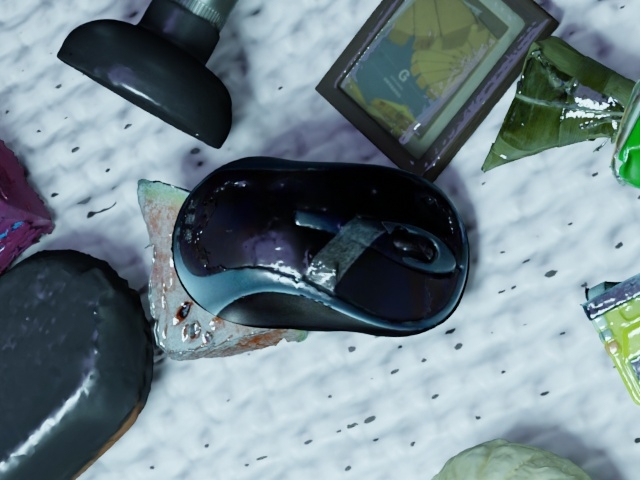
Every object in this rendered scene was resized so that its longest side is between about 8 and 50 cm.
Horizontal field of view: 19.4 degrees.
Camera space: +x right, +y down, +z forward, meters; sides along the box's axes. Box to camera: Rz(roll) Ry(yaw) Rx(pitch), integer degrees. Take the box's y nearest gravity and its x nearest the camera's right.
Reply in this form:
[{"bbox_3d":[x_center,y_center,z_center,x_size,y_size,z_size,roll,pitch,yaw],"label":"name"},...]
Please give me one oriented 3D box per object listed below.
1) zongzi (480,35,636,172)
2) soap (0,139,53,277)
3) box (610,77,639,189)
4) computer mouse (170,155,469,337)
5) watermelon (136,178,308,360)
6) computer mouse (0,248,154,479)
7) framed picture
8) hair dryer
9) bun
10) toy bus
[{"bbox_3d":[0.189,-0.081,1.423,0.109,0.055,0.119,32,111,25],"label":"zongzi"},{"bbox_3d":[-0.361,-0.011,1.679,0.250,0.099,0.162,-11,73,26],"label":"soap"},{"bbox_3d":[0.336,-0.034,1.269,0.250,0.180,0.103,31,103,25],"label":"box"},{"bbox_3d":[0.000,0.000,1.443,0.233,0.096,0.137,5,75,2],"label":"computer mouse"},{"bbox_3d":[-0.090,0.036,1.550,0.187,0.071,0.139,42,111,16],"label":"watermelon"},{"bbox_3d":[-0.271,0.145,1.602,0.323,0.116,0.183,-41,67,11],"label":"computer mouse"},{"bbox_3d":[0.090,-0.146,1.493,0.128,0.023,0.168,45,105,24],"label":"framed picture"},{"bbox_3d":[-0.132,-0.258,1.604,0.284,0.155,0.320,14,78,48],"label":"hair dryer"},{"bbox_3d":[0.144,0.241,1.378,0.164,0.111,0.188,-2,87,30],"label":"bun"},{"bbox_3d":[0.255,0.057,1.306,0.088,0.175,0.101,-30,79,22],"label":"toy bus"}]
